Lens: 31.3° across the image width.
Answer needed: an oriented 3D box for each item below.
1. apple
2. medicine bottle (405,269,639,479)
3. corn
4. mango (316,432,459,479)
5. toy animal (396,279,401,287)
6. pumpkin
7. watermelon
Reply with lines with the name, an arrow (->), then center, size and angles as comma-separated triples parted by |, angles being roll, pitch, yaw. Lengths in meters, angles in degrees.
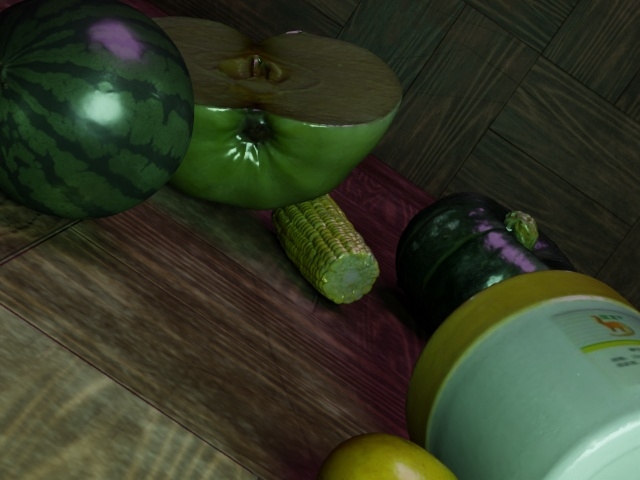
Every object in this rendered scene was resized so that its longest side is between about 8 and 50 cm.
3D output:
apple -> -0.090, -0.185, 1.451 | 0.311, 0.320, 0.360 | 51, 16, -24
medicine bottle -> 0.219, 0.177, 0.955 | 0.238, 0.238, 0.232 | 29, 13, -29
corn -> 0.000, 0.000, 1.468 | 0.093, 0.093, 0.244 | 30, 12, -25
mango -> 0.059, 0.190, 0.817 | 0.111, 0.089, 0.163 | 41, 4, 36
toy animal -> 0.260, 0.089, 1.893 | 0.195, 0.090, 0.324 | 13, 9, 19
pumpkin -> 0.252, 0.056, 1.648 | 0.300, 0.207, 0.300 | 35, 15, -11
watermelon -> -0.216, -0.121, 1.027 | 0.212, 0.212, 0.212 | 33, 10, -7
